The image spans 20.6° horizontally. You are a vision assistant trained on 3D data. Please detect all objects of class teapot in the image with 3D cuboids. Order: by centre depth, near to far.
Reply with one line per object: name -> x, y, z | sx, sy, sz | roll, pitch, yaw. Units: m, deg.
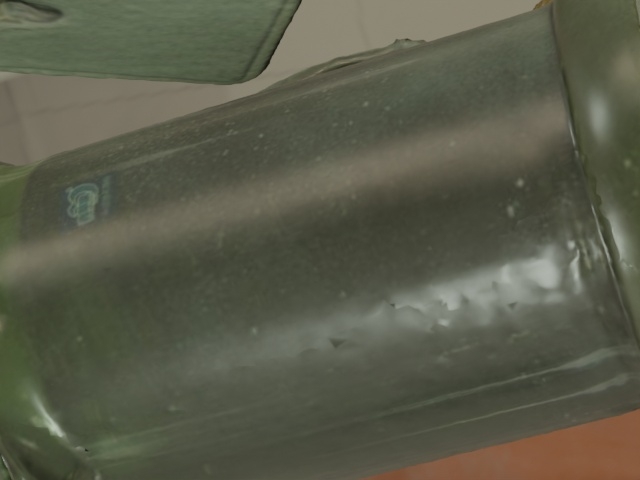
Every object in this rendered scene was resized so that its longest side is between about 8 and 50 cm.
teapot -> 0.000, 0.000, 0.773 | 0.337, 0.270, 0.200 | -16, 126, 14

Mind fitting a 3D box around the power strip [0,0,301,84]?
power strip -> -0.095, -0.103, 0.454 | 0.213, 0.198, 0.064 | 131, 143, -72

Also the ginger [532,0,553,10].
ginger -> 0.274, -0.342, 1.880 | 0.236, 0.166, 0.375 | 12, 77, 22
